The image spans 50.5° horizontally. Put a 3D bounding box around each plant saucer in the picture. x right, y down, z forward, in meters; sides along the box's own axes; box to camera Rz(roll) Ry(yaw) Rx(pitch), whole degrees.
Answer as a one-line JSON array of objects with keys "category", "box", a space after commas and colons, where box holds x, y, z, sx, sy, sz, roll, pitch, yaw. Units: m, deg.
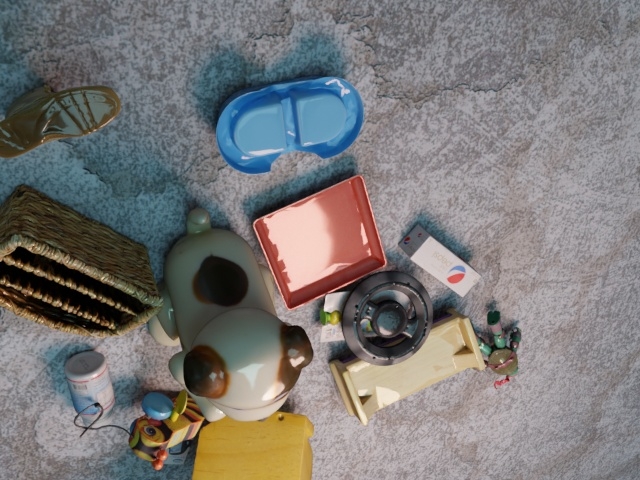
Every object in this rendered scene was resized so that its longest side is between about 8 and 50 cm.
[{"category": "plant saucer", "box": [0.000, 0.000, 1.501, 0.258, 0.048, 0.259, -25, 125, -8]}]

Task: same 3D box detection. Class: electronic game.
[{"category": "electronic game", "box": [0.158, 0.183, 1.592, 0.229, 0.048, 0.229, -3, 99, -16]}]

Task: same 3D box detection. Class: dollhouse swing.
[{"category": "dollhouse swing", "box": [-0.159, 0.619, 1.652, 0.315, 0.347, 0.305, 10, 152, -7]}]

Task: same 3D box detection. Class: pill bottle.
[{"category": "pill bottle", "box": [-0.491, 0.324, 1.457, 0.087, 0.087, 0.160, -11, 122, -17]}]

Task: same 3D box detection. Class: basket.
[{"category": "basket", "box": [-0.474, 0.081, 1.243, 0.299, 0.223, 0.213, 32, 103, -34]}]

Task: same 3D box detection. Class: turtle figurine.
[{"category": "turtle figurine", "box": [0.482, 0.300, 1.840, 0.175, 0.118, 0.234, -37, 120, 1]}]

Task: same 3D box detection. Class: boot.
[{"category": "boot", "box": [-0.433, -0.217, 1.122, 0.213, 0.165, 0.077, -22, 119, -2]}]

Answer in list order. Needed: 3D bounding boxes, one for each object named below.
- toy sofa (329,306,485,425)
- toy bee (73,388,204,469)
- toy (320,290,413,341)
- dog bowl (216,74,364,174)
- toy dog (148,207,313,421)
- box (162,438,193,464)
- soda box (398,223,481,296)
[{"category": "toy sofa", "box": [0.213, 0.308, 1.726, 0.362, 0.177, 0.150, -23, 100, -9]}, {"category": "toy bee", "box": [-0.357, 0.427, 1.475, 0.298, 0.162, 0.195, -19, 137, -37]}, {"category": "toy", "box": [0.109, 0.165, 1.634, 0.237, 0.056, 0.137, -6, 120, -23]}, {"category": "dog bowl", "box": [-0.065, -0.234, 1.324, 0.297, 0.074, 0.166, -15, 122, -14]}, {"category": "toy dog", "box": [-0.158, 0.166, 1.309, 0.284, 0.408, 0.395, -4, 120, -21]}, {"category": "box", "box": [-0.358, 0.497, 1.649, 0.081, 0.028, 0.136, 11, 111, -28]}, {"category": "soda box", "box": [0.291, 0.050, 1.638, 0.216, 0.069, 0.074, 34, 102, -34]}]
